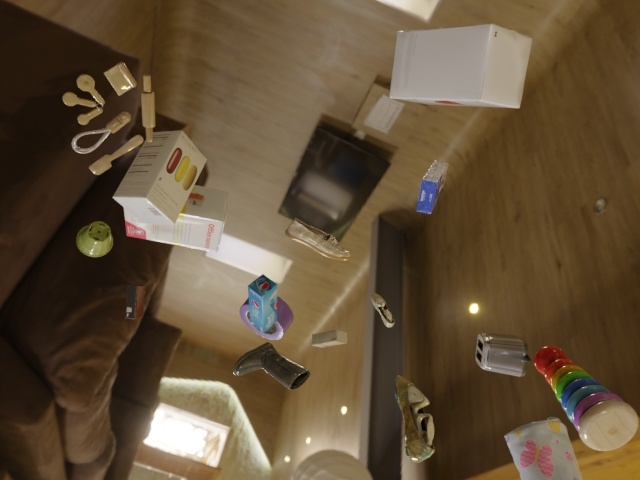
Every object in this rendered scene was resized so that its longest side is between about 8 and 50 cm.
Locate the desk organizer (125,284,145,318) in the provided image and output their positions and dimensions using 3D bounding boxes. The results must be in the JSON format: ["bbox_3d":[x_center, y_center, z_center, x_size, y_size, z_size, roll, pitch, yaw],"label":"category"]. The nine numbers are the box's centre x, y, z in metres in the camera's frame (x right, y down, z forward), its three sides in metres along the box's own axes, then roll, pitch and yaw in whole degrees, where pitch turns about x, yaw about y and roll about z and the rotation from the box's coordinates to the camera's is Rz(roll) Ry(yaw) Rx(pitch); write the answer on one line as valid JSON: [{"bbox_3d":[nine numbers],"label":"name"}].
[{"bbox_3d":[-0.728,0.240,2.047,0.050,0.047,0.130,6,88,-69],"label":"desk organizer"}]

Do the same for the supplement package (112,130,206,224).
[{"bbox_3d":[-0.463,-0.185,1.520,0.139,0.134,0.243,53,48,-50],"label":"supplement package"}]

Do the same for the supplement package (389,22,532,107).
[{"bbox_3d":[0.349,-0.437,1.330,0.293,0.178,0.175,20,-72,49],"label":"supplement package"}]

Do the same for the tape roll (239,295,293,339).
[{"bbox_3d":[-0.199,0.275,1.922,0.080,0.189,0.189,-55,178,-39],"label":"tape roll"}]

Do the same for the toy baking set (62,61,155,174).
[{"bbox_3d":[-0.479,-0.282,1.204,0.030,0.197,0.256,47,-38,46],"label":"toy baking set"}]

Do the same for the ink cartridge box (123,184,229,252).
[{"bbox_3d":[-0.588,-0.107,2.141,0.279,0.385,0.160,121,-22,-57],"label":"ink cartridge box"}]

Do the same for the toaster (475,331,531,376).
[{"bbox_3d":[0.626,0.393,1.806,0.227,0.147,0.128,-18,113,-82],"label":"toaster"}]

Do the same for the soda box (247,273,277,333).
[{"bbox_3d":[-0.189,0.211,1.719,0.071,0.067,0.210,-40,152,-33],"label":"soda box"}]

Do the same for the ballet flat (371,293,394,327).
[{"bbox_3d":[0.278,0.298,2.274,0.168,0.057,0.052,61,-24,17],"label":"ballet flat"}]

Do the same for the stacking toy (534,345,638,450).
[{"bbox_3d":[0.675,0.392,1.380,0.330,0.141,0.141,-102,-145,-70],"label":"stacking toy"}]

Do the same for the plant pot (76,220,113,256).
[{"bbox_3d":[-0.532,-0.010,1.236,0.079,0.083,0.083,-30,-143,57],"label":"plant pot"}]

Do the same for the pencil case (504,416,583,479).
[{"bbox_3d":[0.463,0.488,1.005,0.124,0.113,0.272,-25,-124,16],"label":"pencil case"}]

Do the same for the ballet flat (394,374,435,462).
[{"bbox_3d":[0.363,0.652,1.958,0.348,0.123,0.123,-92,-157,-47],"label":"ballet flat"}]

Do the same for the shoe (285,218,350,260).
[{"bbox_3d":[0.000,0.000,1.605,0.058,0.219,0.076,-62,-169,17],"label":"shoe"}]

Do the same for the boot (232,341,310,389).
[{"bbox_3d":[-0.167,0.446,1.767,0.190,0.209,0.076,-32,139,-30],"label":"boot"}]

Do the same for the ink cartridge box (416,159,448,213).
[{"bbox_3d":[0.330,-0.161,1.528,0.207,0.046,0.097,-46,147,-58],"label":"ink cartridge box"}]

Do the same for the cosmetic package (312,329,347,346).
[{"bbox_3d":[0.031,0.339,1.796,0.115,0.060,0.041,-20,-118,40],"label":"cosmetic package"}]
